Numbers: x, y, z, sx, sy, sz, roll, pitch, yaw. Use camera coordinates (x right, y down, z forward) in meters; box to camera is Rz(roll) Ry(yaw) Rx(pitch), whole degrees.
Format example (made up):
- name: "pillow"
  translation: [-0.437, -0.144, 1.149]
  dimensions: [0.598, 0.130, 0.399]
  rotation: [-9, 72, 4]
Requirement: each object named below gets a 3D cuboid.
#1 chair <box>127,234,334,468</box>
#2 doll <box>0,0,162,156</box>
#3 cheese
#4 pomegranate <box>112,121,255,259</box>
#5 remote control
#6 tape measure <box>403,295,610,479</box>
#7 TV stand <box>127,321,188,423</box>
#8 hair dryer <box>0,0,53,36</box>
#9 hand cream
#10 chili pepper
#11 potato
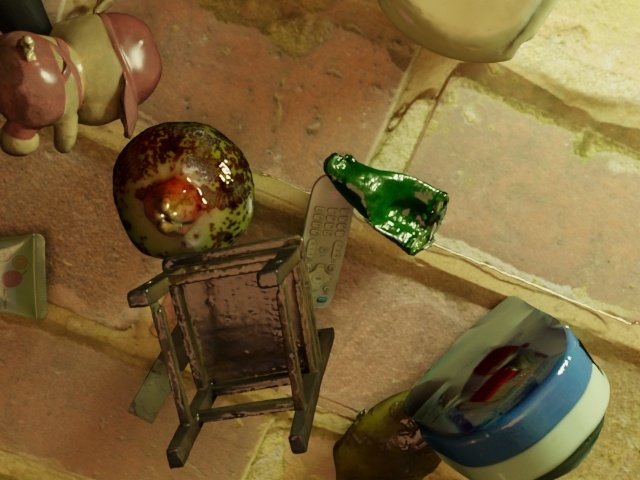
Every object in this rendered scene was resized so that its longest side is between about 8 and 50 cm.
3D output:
- name: "chair"
  translation: [-0.101, 0.108, 1.398]
  dimensions: [0.203, 0.416, 0.240]
  rotation: [-11, 103, 8]
- name: "doll"
  translation: [-0.339, -0.223, 1.380]
  dimensions: [0.152, 0.256, 0.196]
  rotation: [17, 121, 46]
- name: "cheese"
  translation: [0.204, -0.369, 1.320]
  dimensions: [0.233, 0.127, 0.266]
  rotation: [33, 110, -8]
- name: "pomegranate"
  translation: [-0.202, -0.061, 1.417]
  dimensions: [0.214, 0.248, 0.214]
  rotation: [1, 105, 5]
- name: "remote control"
  translation: [0.000, 0.000, 1.531]
  dimensions: [0.073, 0.044, 0.229]
  rotation: [1, 117, -21]
- name: "tape measure"
  translation: [0.286, 0.232, 1.453]
  dimensions: [0.259, 0.262, 0.138]
  rotation: [-44, 111, -12]
- name: "TV stand"
  translation: [-0.238, 0.189, 1.630]
  dimensions: [0.049, 0.040, 0.256]
  rotation: [28, 111, -7]
- name: "hair dryer"
  translation: [-0.555, -0.339, 1.441]
  dimensions: [0.360, 0.120, 0.303]
  rotation: [-11, 125, 20]
- name: "hand cream"
  translation: [-0.587, 0.050, 1.582]
  dimensions: [0.306, 0.093, 0.147]
  rotation: [4, 107, 2]
- name: "chili pepper"
  translation: [0.099, -0.064, 1.474]
  dimensions: [0.216, 0.062, 0.108]
  rotation: [34, 87, -18]
- name: "potato"
  translation: [0.116, 0.335, 1.616]
  dimensions: [0.251, 0.113, 0.149]
  rotation: [-41, 107, 17]
